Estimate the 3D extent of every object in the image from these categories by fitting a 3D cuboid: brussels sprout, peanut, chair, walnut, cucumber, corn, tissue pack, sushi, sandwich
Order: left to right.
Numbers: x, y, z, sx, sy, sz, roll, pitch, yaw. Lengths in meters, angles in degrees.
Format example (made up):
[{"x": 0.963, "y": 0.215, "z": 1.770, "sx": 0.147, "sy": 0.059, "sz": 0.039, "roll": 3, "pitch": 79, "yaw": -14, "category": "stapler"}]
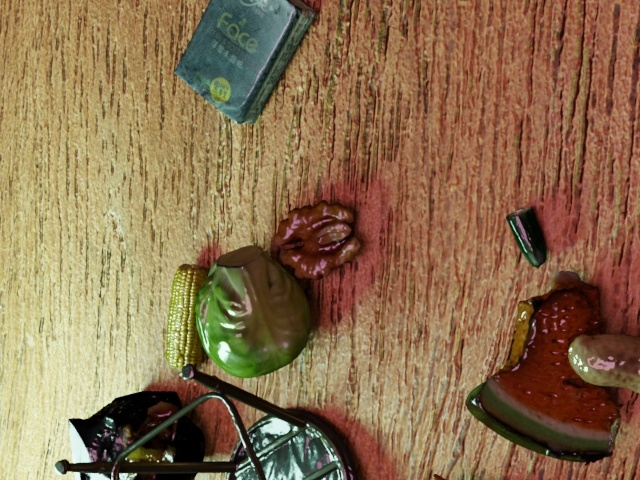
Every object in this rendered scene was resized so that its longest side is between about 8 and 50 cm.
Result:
[{"x": -0.351, "y": 0.436, "z": 2.120, "sx": 0.213, "sy": 0.227, "sz": 0.215, "roll": -2, "pitch": 95, "yaw": 30, "category": "sushi"}, {"x": -0.272, "y": 0.161, "z": 2.128, "sx": 0.080, "sy": 0.080, "sz": 0.238, "roll": 9, "pitch": 100, "yaw": 28, "category": "corn"}, {"x": -0.159, "y": 0.467, "z": 1.885, "sx": 0.365, "sy": 0.410, "sz": 0.361, "roll": -37, "pitch": 65, "yaw": 24, "category": "chair"}, {"x": -0.145, "y": -0.375, "z": 1.989, "sx": 0.185, "sy": 0.081, "sz": 0.257, "roll": 40, "pitch": 115, "yaw": 19, "category": "tissue pack"}, {"x": -0.131, "y": 0.137, "z": 1.980, "sx": 0.244, "sy": 0.244, "sz": 0.244, "roll": 4, "pitch": 98, "yaw": 29, "category": "brussels sprout"}, {"x": 0.000, "y": 0.000, "z": 1.960, "sx": 0.170, "sy": 0.069, "sz": 0.142, "roll": -14, "pitch": 88, "yaw": 29, "category": "walnut"}, {"x": 0.353, "y": -0.004, "z": 1.772, "sx": 0.048, "sy": 0.048, "sz": 0.105, "roll": -25, "pitch": 86, "yaw": 29, "category": "cucumber"}, {"x": 0.376, "y": 0.197, "z": 1.729, "sx": 0.251, "sy": 0.162, "sz": 0.301, "roll": 18, "pitch": 87, "yaw": -9, "category": "sandwich"}, {"x": 0.486, "y": 0.187, "z": 1.599, "sx": 0.214, "sy": 0.099, "sz": 0.099, "roll": 7, "pitch": 100, "yaw": 10, "category": "peanut"}]

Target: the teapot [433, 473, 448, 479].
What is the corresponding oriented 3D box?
[{"x": 0.252, "y": 0.483, "z": 1.862, "sx": 0.116, "sy": 0.116, "sz": 0.173, "roll": -17, "pitch": 115, "yaw": 30, "category": "teapot"}]
